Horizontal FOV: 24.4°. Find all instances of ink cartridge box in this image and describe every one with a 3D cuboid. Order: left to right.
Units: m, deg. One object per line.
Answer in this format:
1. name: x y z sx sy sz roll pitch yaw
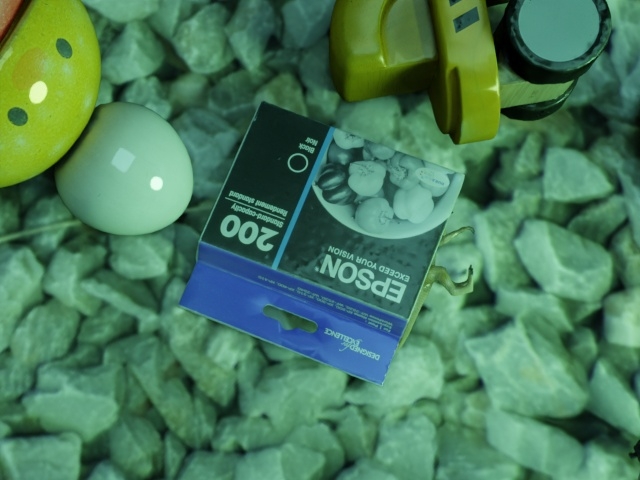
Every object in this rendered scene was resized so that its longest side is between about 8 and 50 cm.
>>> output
1. ink cartridge box: 0.000 0.000 1.349 0.206 0.045 0.208 20 76 6

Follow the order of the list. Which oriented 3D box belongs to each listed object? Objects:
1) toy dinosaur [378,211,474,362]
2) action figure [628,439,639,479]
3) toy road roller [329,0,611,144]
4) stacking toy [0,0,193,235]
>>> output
1. toy dinosaur: 0.097 0.032 1.388 0.093 0.053 0.183 2 73 5
2. action figure: 0.265 0.288 1.317 0.276 0.141 0.164 -42 101 -17
3. toy road roller: 0.115 -0.253 1.368 0.241 0.202 0.329 -10 82 -2
4. stacking toy: -0.303 -0.165 1.246 0.480 0.351 0.350 33 74 -21
